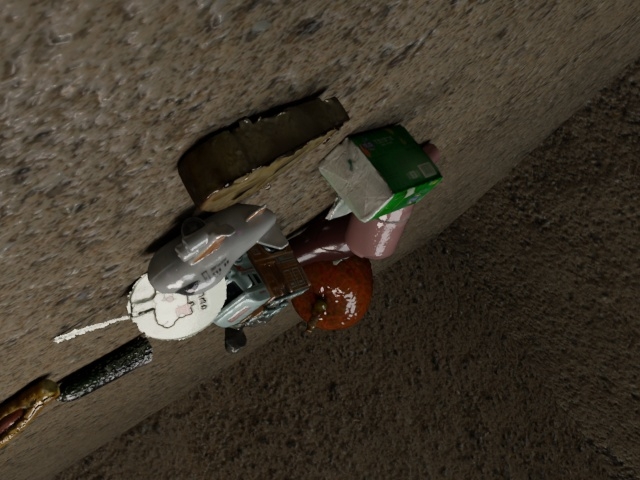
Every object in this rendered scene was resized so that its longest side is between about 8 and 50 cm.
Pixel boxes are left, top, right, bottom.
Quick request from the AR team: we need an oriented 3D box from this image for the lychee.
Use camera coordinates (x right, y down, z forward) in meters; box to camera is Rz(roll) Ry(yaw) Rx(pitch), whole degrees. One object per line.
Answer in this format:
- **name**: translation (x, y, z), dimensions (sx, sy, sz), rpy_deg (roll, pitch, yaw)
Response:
- **lychee**: translation (0.025, 0.128, 2.572), dimensions (0.300, 0.255, 0.255), rpy_deg (-41, 178, -43)

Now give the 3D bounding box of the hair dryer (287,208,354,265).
- **hair dryer**: translation (0.000, 0.000, 2.324), dimensions (0.312, 0.123, 0.340), rpy_deg (-23, -179, -4)

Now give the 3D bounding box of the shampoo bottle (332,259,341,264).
- **shampoo bottle**: translation (0.067, 0.010, 2.473), dimensions (0.056, 0.056, 0.195), rpy_deg (-41, -172, 37)

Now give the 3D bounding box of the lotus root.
- **lotus root**: translation (-0.092, -0.116, 1.331), dimensions (0.260, 0.074, 0.170), rpy_deg (-28, 170, -45)

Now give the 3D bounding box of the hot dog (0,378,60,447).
- **hot dog**: translation (-0.658, 0.380, 1.911), dimensions (0.289, 0.068, 0.083), rpy_deg (-39, -166, 0)

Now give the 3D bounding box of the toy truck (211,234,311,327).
- **toy truck**: translation (-0.145, 0.086, 1.920), dimensions (0.136, 0.162, 0.305), rpy_deg (-38, 171, 21)

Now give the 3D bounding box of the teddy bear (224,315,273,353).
- **teddy bear**: translation (-0.201, 0.165, 2.183), dimensions (0.144, 0.171, 0.251), rpy_deg (11, 149, -30)

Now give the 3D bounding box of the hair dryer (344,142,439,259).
- **hair dryer**: translation (0.191, -0.119, 2.145), dimensions (0.352, 0.125, 0.210), rpy_deg (-43, 158, -48)

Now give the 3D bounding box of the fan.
- **fan**: translation (-0.328, 0.134, 1.719), dimensions (0.329, 0.009, 0.191), rpy_deg (-16, 130, -13)

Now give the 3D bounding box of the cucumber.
- **cucumber**: translation (-0.494, 0.298, 2.112), dimensions (0.245, 0.067, 0.067), rpy_deg (-27, 169, -31)

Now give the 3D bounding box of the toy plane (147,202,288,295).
- **toy plane**: translation (-0.178, 0.017, 1.583), dimensions (0.244, 0.117, 0.245), rpy_deg (-34, 173, -5)

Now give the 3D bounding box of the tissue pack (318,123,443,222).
- **tissue pack**: translation (0.102, -0.117, 1.803), dimensions (0.156, 0.148, 0.209), rpy_deg (-43, 169, 35)
